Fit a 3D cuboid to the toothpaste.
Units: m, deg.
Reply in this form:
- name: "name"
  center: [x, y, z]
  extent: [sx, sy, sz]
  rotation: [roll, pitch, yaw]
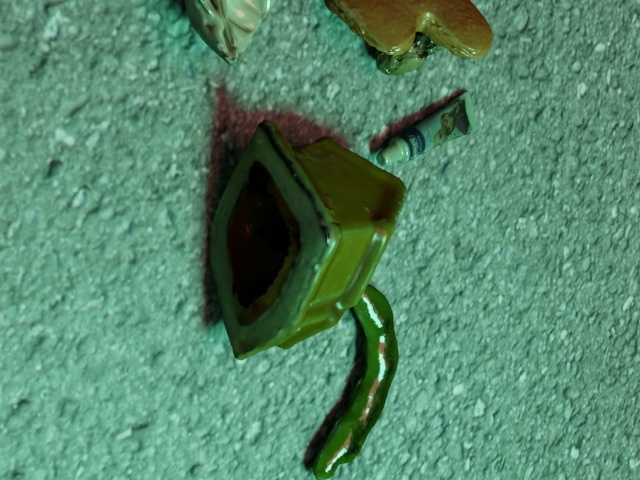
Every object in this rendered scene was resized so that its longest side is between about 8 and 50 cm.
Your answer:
- name: "toothpaste"
  center: [0.152, -0.151, 1.645]
  extent: [0.216, 0.037, 0.062]
  rotation: [-30, 116, -40]

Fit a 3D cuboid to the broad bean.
- name: "broad bean"
  center: [0.047, 0.181, 1.610]
  extent: [0.144, 0.049, 0.292]
  rotation: [-3, 98, -36]

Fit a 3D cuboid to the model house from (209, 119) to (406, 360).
- name: "model house"
  center: [-0.008, 0.005, 1.463]
  extent: [0.239, 0.173, 0.268]
  rotation: [-8, 132, -54]

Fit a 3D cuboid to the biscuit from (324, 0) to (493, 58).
- name: "biscuit"
  center: [0.120, -0.291, 1.502]
  extent: [0.192, 0.186, 0.036]
  rotation: [-28, 160, -37]

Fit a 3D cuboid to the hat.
- name: "hat"
  center: [-0.126, -0.327, 1.303]
  extent: [0.226, 0.164, 0.219]
  rotation: [38, 66, -19]

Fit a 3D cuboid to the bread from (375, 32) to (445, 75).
- name: "bread"
  center: [0.113, -0.259, 1.555]
  extent: [0.113, 0.082, 0.060]
  rotation: [-46, 115, -51]
